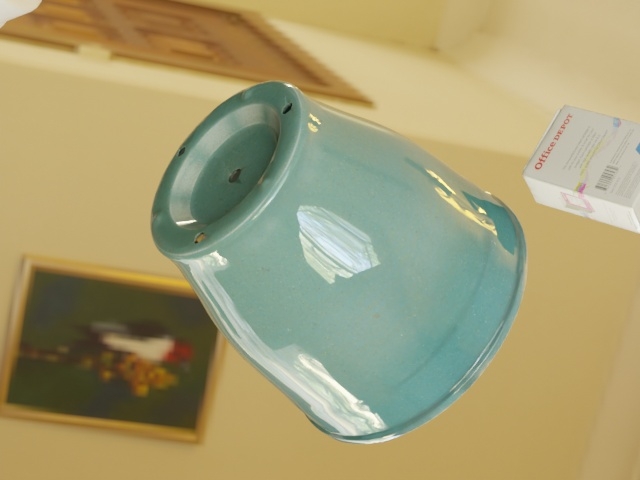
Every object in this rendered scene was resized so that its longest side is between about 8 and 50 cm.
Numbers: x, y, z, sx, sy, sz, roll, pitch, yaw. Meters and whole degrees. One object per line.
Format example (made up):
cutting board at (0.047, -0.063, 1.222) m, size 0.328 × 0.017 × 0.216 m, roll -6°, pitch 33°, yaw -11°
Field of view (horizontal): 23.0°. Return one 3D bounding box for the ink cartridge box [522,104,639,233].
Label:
ink cartridge box at (0.266, -0.068, 1.484) m, size 0.122 × 0.052 × 0.088 m, roll 20°, pitch -112°, yaw 35°

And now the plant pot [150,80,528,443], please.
plant pot at (0.000, 0.000, 1.393) m, size 0.272 × 0.255 × 0.271 m, roll -31°, pitch -143°, yaw 27°

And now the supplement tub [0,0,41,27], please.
supplement tub at (-0.368, -0.185, 0.992) m, size 0.241 × 0.331 × 0.241 m, roll -18°, pitch 90°, yaw -80°
